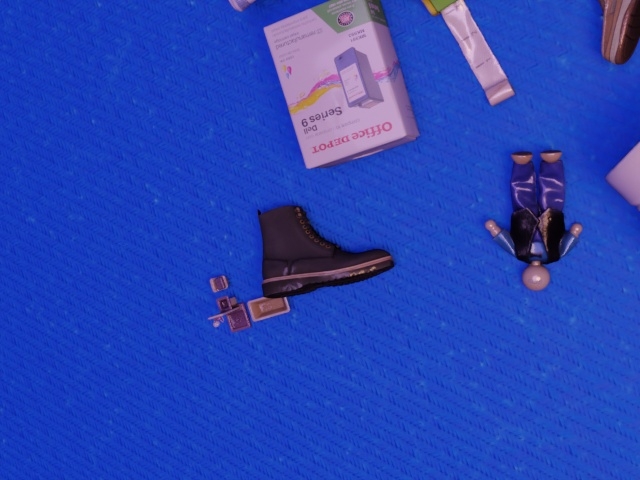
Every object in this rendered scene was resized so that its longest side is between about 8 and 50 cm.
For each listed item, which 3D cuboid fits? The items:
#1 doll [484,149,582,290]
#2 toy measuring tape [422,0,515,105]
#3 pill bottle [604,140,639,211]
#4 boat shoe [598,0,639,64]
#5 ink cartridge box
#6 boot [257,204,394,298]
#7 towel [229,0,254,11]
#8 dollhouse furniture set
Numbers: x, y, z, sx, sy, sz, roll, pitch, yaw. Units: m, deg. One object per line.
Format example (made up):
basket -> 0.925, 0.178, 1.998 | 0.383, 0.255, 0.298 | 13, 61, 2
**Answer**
doll -> 0.287, -0.025, 1.206 | 0.129, 0.046, 0.188 | -2, 101, 11
toy measuring tape -> 0.159, -0.331, 1.184 | 0.121, 0.121, 0.330 | -28, 86, 20
pill bottle -> 0.523, -0.011, 1.038 | 0.361, 0.204, 0.204 | 45, 108, 9
boat shoe -> 0.378, -0.319, 1.139 | 0.072, 0.068, 0.189 | 14, 91, 30
ink cartridge box -> 0.032, -0.221, 1.253 | 0.154, 0.093, 0.212 | -16, 92, 20
boot -> 0.000, 0.000, 1.305 | 0.198, 0.077, 0.136 | -11, 78, 10
towel -> -0.055, -0.479, 1.254 | 0.285, 0.034, 0.209 | -34, 67, 23
dollhouse furniture set -> -0.114, 0.089, 1.344 | 0.114, 0.081, 0.090 | -17, 90, 21
